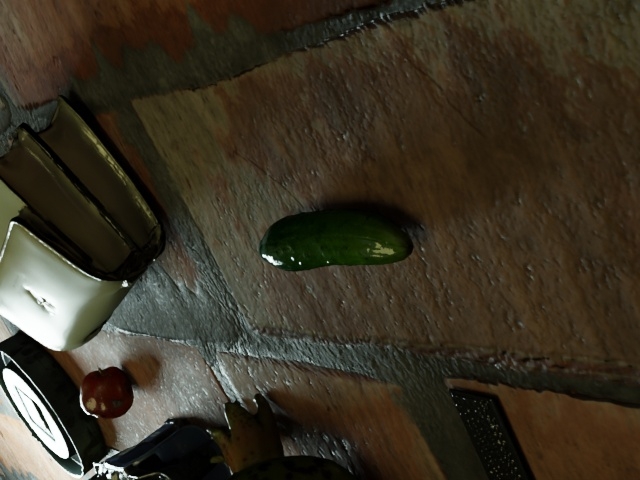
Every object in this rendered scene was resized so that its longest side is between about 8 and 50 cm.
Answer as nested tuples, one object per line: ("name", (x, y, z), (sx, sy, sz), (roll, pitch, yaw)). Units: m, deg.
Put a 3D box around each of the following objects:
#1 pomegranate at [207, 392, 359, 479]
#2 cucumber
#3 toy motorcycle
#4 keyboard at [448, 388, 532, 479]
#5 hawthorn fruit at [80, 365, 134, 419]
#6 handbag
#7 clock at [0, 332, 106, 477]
("pomegranate", (-0.069, 0.339, 1.293), (0.286, 0.231, 0.231), (37, 147, 28))
("cucumber", (0.000, 0.000, 1.008), (0.250, 0.056, 0.056), (-6, 116, 55))
("toy motorcycle", (-0.217, 0.326, 1.538), (0.125, 0.212, 0.358), (56, 156, -5))
("keyboard", (0.179, 0.227, 1.027), (0.067, 0.011, 0.202), (3, 123, 57))
("hawthorn fruit", (-0.348, 0.245, 1.772), (0.093, 0.093, 0.093), (37, 147, 29))
("handbag", (-0.347, 0.003, 1.430), (0.237, 0.160, 0.358), (47, 151, -1))
("clock", (-0.547, 0.329, 2.173), (0.319, 0.066, 0.319), (36, 147, 29))
